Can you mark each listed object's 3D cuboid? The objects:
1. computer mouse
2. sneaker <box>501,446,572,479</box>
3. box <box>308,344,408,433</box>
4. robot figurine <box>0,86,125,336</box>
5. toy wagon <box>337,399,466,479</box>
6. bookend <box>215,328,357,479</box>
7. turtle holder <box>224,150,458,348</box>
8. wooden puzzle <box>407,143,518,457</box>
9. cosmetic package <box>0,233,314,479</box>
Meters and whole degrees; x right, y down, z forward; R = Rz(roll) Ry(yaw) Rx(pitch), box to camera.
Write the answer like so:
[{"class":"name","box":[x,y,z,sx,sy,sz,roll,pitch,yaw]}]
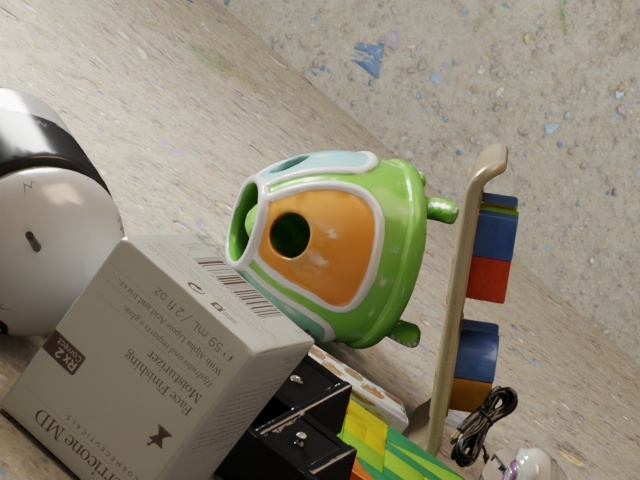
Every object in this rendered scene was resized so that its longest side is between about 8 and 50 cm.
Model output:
[{"class":"computer mouse","box":[0.201,0.260,1.990,0.042,0.106,0.193,2,-56,43]},{"class":"sneaker","box":[0.269,0.291,1.848,0.305,0.152,0.114,57,35,-49]},{"class":"box","box":[-0.053,0.127,1.984,0.324,0.067,0.063,34,13,-15]},{"class":"robot figurine","box":[-0.287,-0.030,1.692,0.209,0.173,0.278,13,24,-36]},{"class":"toy wagon","box":[0.032,0.230,1.833,0.344,0.068,0.267,36,12,-5]},{"class":"bookend","box":[-0.017,0.175,1.702,0.157,0.072,0.156,35,40,30]},{"class":"turtle holder","box":[0.007,-0.013,2.254,0.227,0.243,0.320,13,28,-16]},{"class":"wooden puzzle","box":[0.175,0.071,2.108,0.081,0.347,0.322,13,8,4]},{"class":"cosmetic package","box":[-0.134,0.110,1.555,0.151,0.183,0.151,40,13,14]}]
